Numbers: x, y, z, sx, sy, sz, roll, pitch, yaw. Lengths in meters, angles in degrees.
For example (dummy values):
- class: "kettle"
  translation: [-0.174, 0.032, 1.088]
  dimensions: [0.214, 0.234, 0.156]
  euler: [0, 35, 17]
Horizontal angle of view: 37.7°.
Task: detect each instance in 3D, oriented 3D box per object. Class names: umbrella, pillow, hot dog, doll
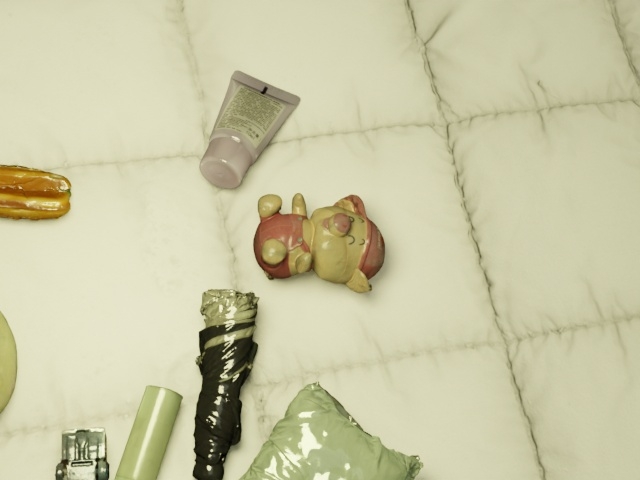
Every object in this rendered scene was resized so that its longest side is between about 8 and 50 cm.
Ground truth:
- class: "umbrella"
  translation: [-0.184, 0.263, 1.726]
  dimensions: [0.113, 0.106, 0.358]
  euler: [5, 76, 3]
- class: "pillow"
  translation: [-0.001, 0.435, 1.655]
  dimensions: [0.283, 0.138, 0.310]
  euler: [34, 71, 5]
- class: "hot dog"
  translation: [-0.608, -0.096, 1.792]
  dimensions: [0.269, 0.072, 0.115]
  euler: [7, 70, -5]
- class: "doll"
  translation: [0.001, 0.000, 1.811]
  dimensions: [0.256, 0.152, 0.196]
  euler: [5, 82, -12]

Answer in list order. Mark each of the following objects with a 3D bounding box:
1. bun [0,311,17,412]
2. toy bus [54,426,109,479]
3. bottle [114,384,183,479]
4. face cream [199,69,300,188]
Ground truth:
- class: "bun"
  translation: [-0.672, 0.203, 1.633]
  dimensions: [0.287, 0.146, 0.287]
  euler: [3, 67, -7]
- class: "toy bus"
  translation: [-0.404, 0.459, 1.601]
  dimensions: [0.092, 0.106, 0.268]
  euler: [-2, 68, -9]
- class: "bottle"
  translation: [-0.309, 0.363, 1.669]
  dimensions: [0.072, 0.072, 0.201]
  euler: [17, 68, -2]
- class: "face cream"
  translation: [-0.155, -0.232, 1.913]
  dimensions: [0.154, 0.096, 0.274]
  euler: [22, 55, 3]
